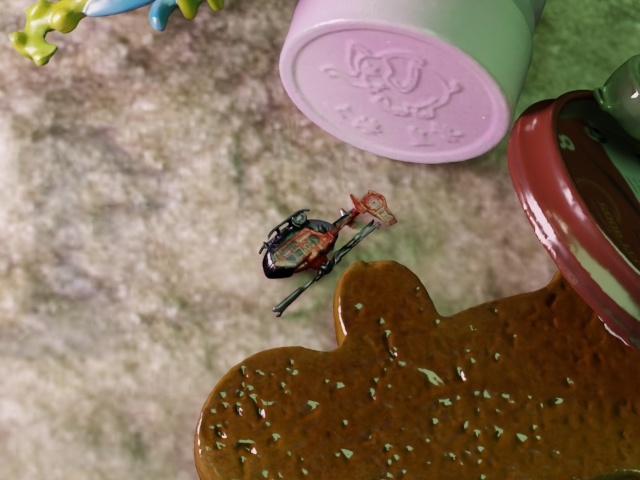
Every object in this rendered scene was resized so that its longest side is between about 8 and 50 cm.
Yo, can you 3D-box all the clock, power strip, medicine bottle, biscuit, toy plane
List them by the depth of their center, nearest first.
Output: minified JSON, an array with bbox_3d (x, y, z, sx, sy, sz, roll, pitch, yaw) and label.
[{"bbox_3d":[0.102,0.141,1.548,0.432,0.064,0.283,-12,61,-19],"label":"biscuit"},{"bbox_3d":[0.280,0.006,1.587,0.318,0.080,0.318,30,32,-21],"label":"clock"},{"bbox_3d":[0.000,0.000,1.612,0.145,0.037,0.060,-36,80,-24],"label":"toy plane"},{"bbox_3d":[0.103,-0.255,1.663,0.212,0.212,0.325,19,63,-2],"label":"medicine bottle"},{"bbox_3d":[0.356,-0.100,1.667,0.286,0.048,0.080,14,45,-31],"label":"power strip"}]

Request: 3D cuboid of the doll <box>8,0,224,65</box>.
[{"bbox_3d":[-0.132,-0.306,1.672,0.341,0.098,0.346,-21,53,-2],"label":"doll"}]
